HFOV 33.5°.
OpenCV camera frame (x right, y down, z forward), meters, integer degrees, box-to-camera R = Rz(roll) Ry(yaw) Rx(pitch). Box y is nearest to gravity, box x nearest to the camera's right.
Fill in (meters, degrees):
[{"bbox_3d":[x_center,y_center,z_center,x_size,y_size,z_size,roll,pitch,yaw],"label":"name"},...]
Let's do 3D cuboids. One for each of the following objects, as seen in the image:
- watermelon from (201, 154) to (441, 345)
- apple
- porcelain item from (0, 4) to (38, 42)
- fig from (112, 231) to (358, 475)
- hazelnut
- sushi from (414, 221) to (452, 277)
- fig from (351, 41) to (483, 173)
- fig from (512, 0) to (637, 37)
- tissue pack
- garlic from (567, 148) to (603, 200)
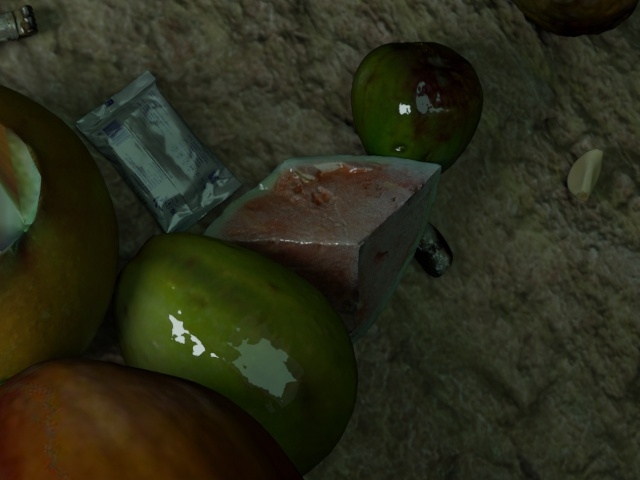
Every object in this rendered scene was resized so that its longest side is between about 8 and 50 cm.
[{"bbox_3d":[0.000,0.000,1.353,0.260,0.176,0.256,11,85,13],"label":"watermelon"},{"bbox_3d":[-0.390,0.022,1.092,0.374,0.374,0.384,41,69,-12],"label":"apple"},{"bbox_3d":[-0.447,-0.245,1.263,0.213,0.054,0.084,-13,90,-23],"label":"porcelain item"},{"bbox_3d":[-0.106,0.132,1.227,0.258,0.258,0.326,-48,110,-21],"label":"fig"},{"bbox_3d":[-0.180,0.281,1.008,0.366,0.366,0.365,3,81,-22],"label":"hazelnut"},{"bbox_3d":[0.155,0.007,1.477,0.046,0.044,0.083,-39,99,-21],"label":"sushi"},{"bbox_3d":[0.129,-0.173,1.432,0.181,0.181,0.191,7,103,-21],"label":"fig"},{"bbox_3d":[0.312,-0.469,1.547,0.369,0.286,0.286,26,71,15],"label":"fig"},{"bbox_3d":[-0.204,-0.109,1.357,0.122,0.026,0.193,-41,98,-22],"label":"tissue pack"},{"bbox_3d":[0.394,-0.093,1.585,0.041,0.053,0.083,28,64,-14],"label":"garlic"}]
